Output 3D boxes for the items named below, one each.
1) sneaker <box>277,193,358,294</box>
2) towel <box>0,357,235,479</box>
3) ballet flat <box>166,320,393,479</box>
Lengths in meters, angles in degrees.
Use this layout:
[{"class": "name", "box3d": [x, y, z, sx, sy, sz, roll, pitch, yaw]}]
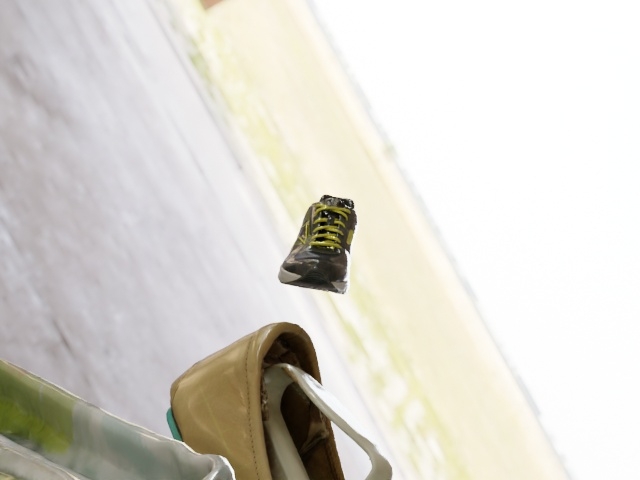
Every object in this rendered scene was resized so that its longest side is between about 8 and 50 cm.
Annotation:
[{"class": "sneaker", "box3d": [0.000, 0.000, 0.724, 0.083, 0.031, 0.035, -81, -179, -78]}, {"class": "towel", "box3d": [-0.084, 0.207, 0.474, 0.320, 0.090, 0.374, 12, -65, 61]}, {"class": "ballet flat", "box3d": [0.002, 0.120, 0.631, 0.080, 0.073, 0.232, 34, 20, -47]}]
